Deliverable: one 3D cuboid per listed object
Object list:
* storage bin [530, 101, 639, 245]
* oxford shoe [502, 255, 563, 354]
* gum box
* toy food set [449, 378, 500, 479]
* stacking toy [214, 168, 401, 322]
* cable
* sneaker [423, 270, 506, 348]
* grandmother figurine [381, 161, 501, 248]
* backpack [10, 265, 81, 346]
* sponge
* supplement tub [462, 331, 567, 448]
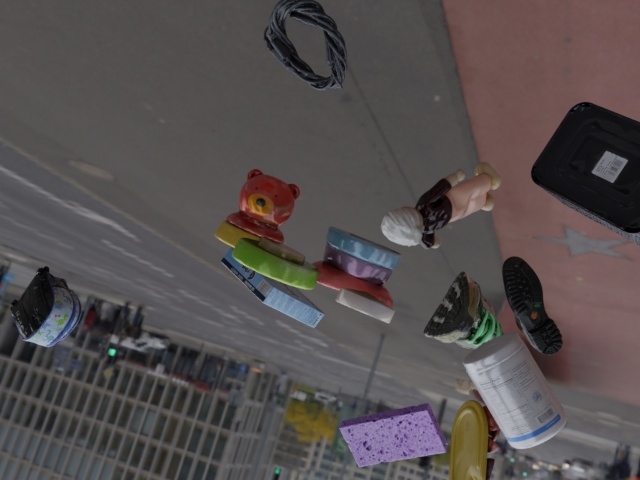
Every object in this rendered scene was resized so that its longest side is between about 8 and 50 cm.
[{"bbox_3d":[0.371,-0.080,0.908,0.084,0.122,0.180,24,-169,-42],"label":"storage bin"},{"bbox_3d":[0.446,0.141,1.610,0.083,0.227,0.096,-22,-175,-7],"label":"oxford shoe"},{"bbox_3d":[-0.096,0.097,1.494,0.157,0.041,0.184,39,-178,40],"label":"gum box"},{"bbox_3d":[0.281,0.349,1.258,0.071,0.217,0.128,11,163,-13],"label":"toy food set"},{"bbox_3d":[0.000,0.000,1.146,0.309,0.130,0.279,22,-176,-10],"label":"stacking toy"},{"bbox_3d":[-0.015,-0.348,1.312,0.184,0.047,0.150,47,140,-6],"label":"cable"},{"bbox_3d":[0.338,0.176,1.567,0.182,0.158,0.410,31,-177,11],"label":"sneaker"},{"bbox_3d":[0.268,-0.068,1.661,0.342,0.207,0.104,-21,-145,-39],"label":"grandmother figurine"},{"bbox_3d":[-0.457,0.122,1.237,0.084,0.105,0.114,34,-171,-42],"label":"backpack"},{"bbox_3d":[0.160,0.430,1.612,0.210,0.031,0.117,-17,110,21],"label":"sponge"},{"bbox_3d":[0.209,0.161,0.786,0.107,0.071,0.071,60,166,2],"label":"supplement tub"}]
